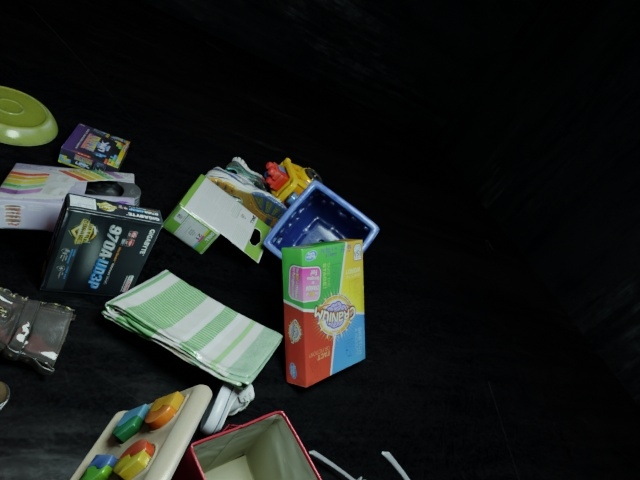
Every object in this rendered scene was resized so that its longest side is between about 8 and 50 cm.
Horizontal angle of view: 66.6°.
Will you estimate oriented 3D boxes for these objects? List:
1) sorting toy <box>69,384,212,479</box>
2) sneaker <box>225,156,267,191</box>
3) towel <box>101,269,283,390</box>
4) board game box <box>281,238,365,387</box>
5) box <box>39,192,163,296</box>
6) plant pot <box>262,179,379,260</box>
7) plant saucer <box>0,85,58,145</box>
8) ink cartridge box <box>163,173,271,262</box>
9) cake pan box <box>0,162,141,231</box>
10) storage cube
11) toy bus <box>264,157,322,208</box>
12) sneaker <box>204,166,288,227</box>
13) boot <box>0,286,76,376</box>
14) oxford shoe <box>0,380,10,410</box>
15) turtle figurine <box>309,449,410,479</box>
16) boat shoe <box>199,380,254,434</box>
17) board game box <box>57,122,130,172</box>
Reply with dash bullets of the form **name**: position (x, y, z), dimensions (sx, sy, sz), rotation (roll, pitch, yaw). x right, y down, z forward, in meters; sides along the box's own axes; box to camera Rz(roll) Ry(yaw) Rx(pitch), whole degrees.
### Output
- **sorting toy**: position (-0.287, 0.313, 0.752), dimensions (0.038, 0.208, 0.193), rotation (60, 24, -20)
- **sneaker**: position (-0.255, -0.208, 1.648), dimensions (0.167, 0.065, 0.076), rotation (38, 46, 9)
- **towel**: position (-0.255, 0.178, 1.039), dimensions (0.325, 0.038, 0.248), rotation (27, 17, 5)
- **board game box**: position (0.014, 0.162, 1.185), dimensions (0.064, 0.316, 0.242), rotation (3, 7, 39)
- **box**: position (-0.439, 0.018, 0.972), dimensions (0.175, 0.220, 0.051), rotation (12, 36, -37)
- **plant pot**: position (0.000, 0.000, 1.406), dimensions (0.236, 0.236, 0.212), rotation (38, -7, 3)
- **plant saucer**: position (-0.811, -0.335, 1.265), dimensions (0.241, 0.037, 0.240), rotation (25, 33, -18)
- **ink cartridge box**: position (-0.277, -0.037, 1.343), dimensions (0.255, 0.097, 0.188), rotation (39, 28, -17)
- **cake pan box**: position (-0.534, -0.091, 1.059), dimensions (0.267, 0.070, 0.245), rotation (4, 25, -21)
- **storage cube**: position (-0.125, 0.418, 0.764), dimensions (0.184, 0.193, 0.215), rotation (-2, 47, -47)
- **toy bus**: position (-0.095, -0.166, 1.608), dimensions (0.212, 0.149, 0.220), rotation (28, 30, -43)
- **sneaker**: position (-0.221, -0.148, 1.533), dimensions (0.297, 0.111, 0.131), rotation (27, 31, -16)
- **boot**: position (-0.561, 0.111, 0.872), dimensions (0.229, 0.091, 0.262), rotation (22, 37, -33)
- **oxford shoe**: position (-0.554, 0.237, 0.677), dimensions (0.082, 0.096, 0.227), rotation (49, 31, 23)
- **turtle figurine**: position (0.162, 0.502, 0.941), dimensions (0.267, 0.198, 0.274), rotation (16, 39, -37)
- **boat shoe**: position (-0.168, 0.304, 0.986), dimensions (0.076, 0.083, 0.226), rotation (31, 30, -7)
- **board game box**: position (-0.605, -0.242, 1.316), dimensions (0.141, 0.048, 0.170), rotation (21, 29, -22)
